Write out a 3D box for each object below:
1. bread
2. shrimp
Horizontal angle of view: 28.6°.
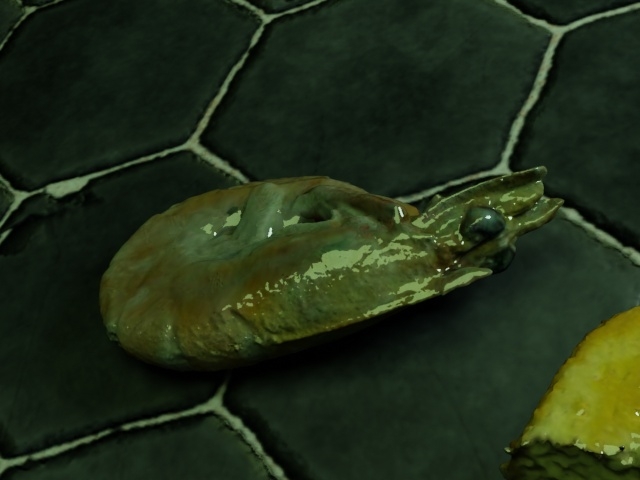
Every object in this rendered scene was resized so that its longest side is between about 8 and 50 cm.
[{"bbox_3d":[0.209,0.102,0.603,0.229,0.143,0.139,8,53,23],"label":"bread"},{"bbox_3d":[0.000,0.000,0.824,0.317,0.077,0.168,-14,43,12],"label":"shrimp"}]
